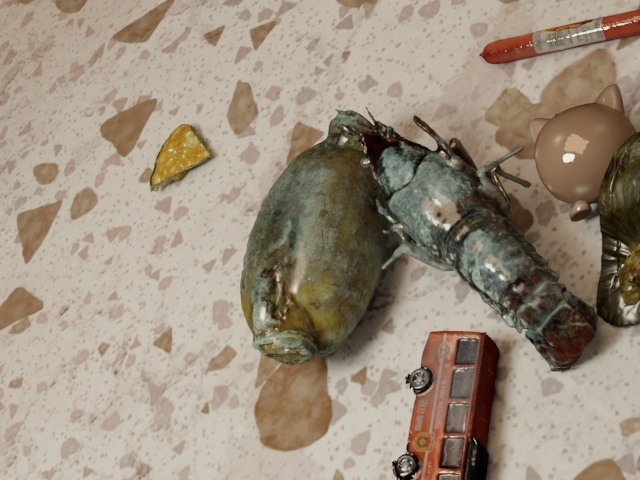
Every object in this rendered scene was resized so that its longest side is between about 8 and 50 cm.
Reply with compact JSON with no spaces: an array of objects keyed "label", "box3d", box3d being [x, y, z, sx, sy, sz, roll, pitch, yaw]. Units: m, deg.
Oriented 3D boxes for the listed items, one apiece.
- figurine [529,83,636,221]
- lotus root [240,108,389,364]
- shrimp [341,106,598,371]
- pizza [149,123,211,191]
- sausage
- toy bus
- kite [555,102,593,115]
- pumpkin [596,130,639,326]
[{"label":"figurine","box3d":[0.308,-0.099,1.572,0.125,0.125,0.138,-24,66,26]},{"label":"lotus root","box3d":[0.001,0.001,1.724,0.175,0.175,0.350,-2,58,38]},{"label":"shrimp","box3d":[0.169,-0.019,1.590,0.221,0.166,0.410,-47,44,9]},{"label":"pizza","box3d":[-0.202,-0.121,2.056,0.108,0.026,0.123,8,66,39]},{"label":"sausage","box3d":[0.310,-0.256,1.725,0.253,0.034,0.034,-7,59,35]},{"label":"toy bus","box3d":[0.141,0.215,1.531,0.096,0.073,0.235,-6,58,28]},{"label":"kite","box3d":[0.323,-0.150,1.666,0.078,0.002,0.044,-20,52,26]},{"label":"pumpkin","box3d":[0.368,-0.032,1.466,0.131,0.126,0.248,17,75,46]}]
